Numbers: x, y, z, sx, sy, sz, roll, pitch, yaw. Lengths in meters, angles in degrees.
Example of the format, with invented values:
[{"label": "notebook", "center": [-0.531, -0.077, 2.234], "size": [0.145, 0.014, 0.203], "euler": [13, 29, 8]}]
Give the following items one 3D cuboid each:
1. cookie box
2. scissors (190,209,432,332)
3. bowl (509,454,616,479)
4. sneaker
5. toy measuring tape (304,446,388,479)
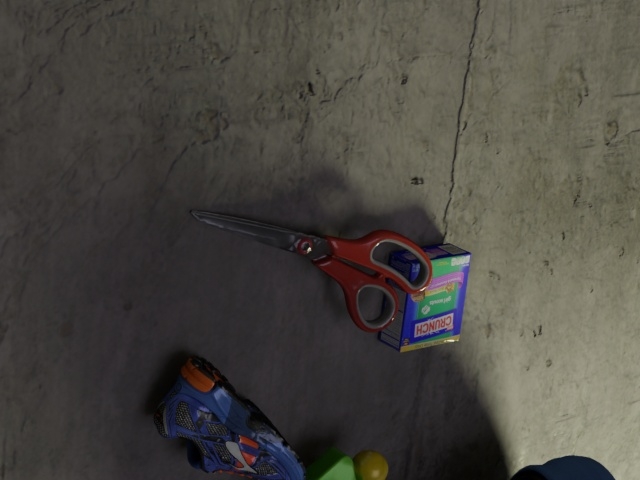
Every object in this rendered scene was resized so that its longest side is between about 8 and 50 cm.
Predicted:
[{"label": "cookie box", "center": [0.117, 0.064, 1.638], "size": [0.092, 0.040, 0.107], "euler": [-9, 115, -37]}, {"label": "scissors", "center": [0.000, 0.000, 1.501], "size": [0.297, 0.021, 0.109], "euler": [34, 93, -35]}, {"label": "bowl", "center": [0.281, 0.452, 1.746], "size": [0.077, 0.391, 0.391], "euler": [3, 110, -11]}, {"label": "sneaker", "center": [-0.095, 0.204, 1.505], "size": [0.087, 0.083, 0.221], "euler": [-42, 127, -1]}, {"label": "toy measuring tape", "center": [-0.046, 0.352, 1.580], "size": [0.330, 0.121, 0.121], "euler": [-40, 131, -12]}]
